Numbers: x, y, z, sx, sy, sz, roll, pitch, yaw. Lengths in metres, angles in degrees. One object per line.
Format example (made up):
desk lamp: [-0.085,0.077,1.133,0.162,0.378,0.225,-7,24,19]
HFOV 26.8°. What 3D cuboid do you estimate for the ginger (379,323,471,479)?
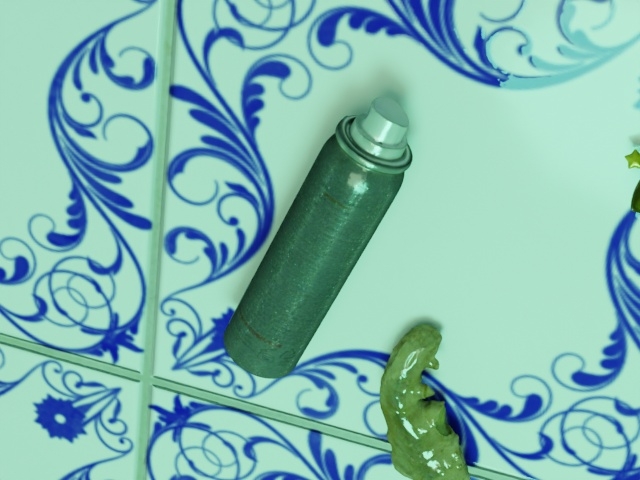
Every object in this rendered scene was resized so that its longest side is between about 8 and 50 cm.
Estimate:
ginger: [0.090,0.158,1.216,0.070,0.051,0.173,-6,120,17]

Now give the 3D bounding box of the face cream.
face cream: [0.000,0.000,1.134,0.073,0.073,0.283,29,125,0]

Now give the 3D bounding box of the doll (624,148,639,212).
doll: [0.296,-0.046,1.031,0.113,0.077,0.078,24,102,37]
